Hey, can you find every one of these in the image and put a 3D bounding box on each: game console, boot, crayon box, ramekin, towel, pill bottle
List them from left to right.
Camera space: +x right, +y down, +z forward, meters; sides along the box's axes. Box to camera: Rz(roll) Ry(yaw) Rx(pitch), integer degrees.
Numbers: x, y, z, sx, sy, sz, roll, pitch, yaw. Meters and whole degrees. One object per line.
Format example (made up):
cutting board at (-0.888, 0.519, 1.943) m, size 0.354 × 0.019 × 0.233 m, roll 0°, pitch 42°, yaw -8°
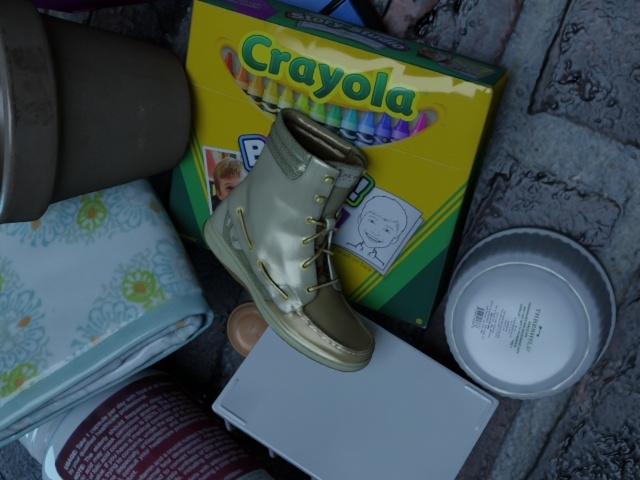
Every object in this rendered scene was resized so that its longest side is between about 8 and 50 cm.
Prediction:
towel at (-0.355, 0.057, 1.225) m, size 0.375 × 0.090 × 0.320 m, roll -29°, pitch 65°, yaw -3°
pill bottle at (-0.218, 0.312, 1.297) m, size 0.392 × 0.224 × 0.224 m, roll 38°, pitch 112°, yaw 25°
game console at (-0.013, -0.264, 1.205) m, size 0.144 × 0.085 × 0.124 m, roll -37°, pitch 128°, yaw 22°
boot at (0.000, 0.000, 1.110) m, size 0.262 × 0.095 × 0.203 m, roll 48°, pitch 122°, yaw 19°
crayon box at (0.006, -0.102, 1.192) m, size 0.363 × 0.106 × 0.313 m, roll 19°, pitch 121°, yaw 14°
ramekin at (0.246, 0.093, 1.182) m, size 0.207 × 0.109 × 0.207 m, roll 4°, pitch 103°, yaw 19°

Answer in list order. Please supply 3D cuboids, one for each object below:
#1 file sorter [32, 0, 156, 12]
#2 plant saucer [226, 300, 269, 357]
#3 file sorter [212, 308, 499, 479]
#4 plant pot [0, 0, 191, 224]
file sorter at (-0.250, -0.393, 1.205) m, size 0.291 × 0.202 × 0.182 m, roll -2°, pitch 98°, yaw 20°
plant saucer at (-0.091, 0.125, 1.359) m, size 0.084 × 0.013 × 0.083 m, roll 4°, pitch 104°, yaw 18°
file sorter at (0.040, 0.221, 1.221) m, size 0.278 × 0.173 × 0.193 m, roll 31°, pitch 71°, yaw 11°
plant pot at (-0.282, -0.155, 1.153) m, size 0.263 × 0.229 × 0.263 m, roll 18°, pitch 111°, yaw 60°
